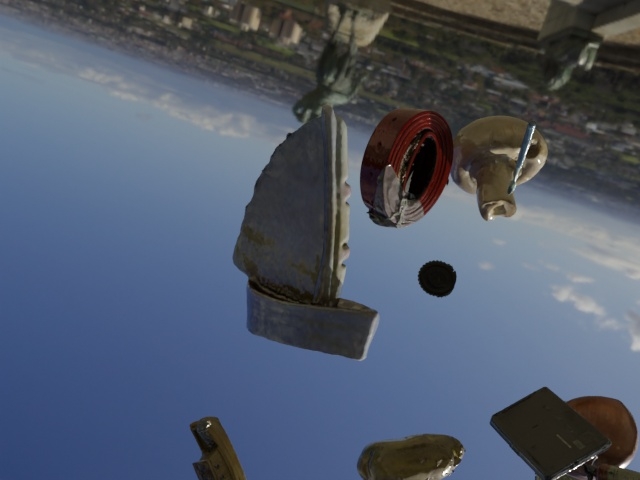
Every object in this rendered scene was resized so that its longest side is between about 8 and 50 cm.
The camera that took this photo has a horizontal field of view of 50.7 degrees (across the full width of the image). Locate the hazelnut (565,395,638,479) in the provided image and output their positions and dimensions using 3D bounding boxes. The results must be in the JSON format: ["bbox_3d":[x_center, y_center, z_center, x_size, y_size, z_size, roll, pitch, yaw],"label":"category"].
[{"bbox_3d":[0.623,0.459,1.559,0.176,0.214,0.214,46,-172,-4],"label":"hazelnut"}]

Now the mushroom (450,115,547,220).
[{"bbox_3d":[0.517,-0.199,1.945,0.292,0.290,0.292,-4,150,-2],"label":"mushroom"}]

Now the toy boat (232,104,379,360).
[{"bbox_3d":[-0.028,0.013,0.878,0.111,0.293,0.276,1,169,-36],"label":"toy boat"}]

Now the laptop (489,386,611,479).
[{"bbox_3d":[0.450,0.381,1.349,0.154,0.026,0.207,-25,-156,-9],"label":"laptop"}]

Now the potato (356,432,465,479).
[{"bbox_3d":[0.246,0.586,1.788,0.296,0.141,0.191,-8,170,-16],"label":"potato"}]

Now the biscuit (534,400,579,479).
[{"bbox_3d":[0.673,0.573,1.875,0.150,0.252,0.052,8,171,-19],"label":"biscuit"}]

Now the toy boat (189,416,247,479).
[{"bbox_3d":[-0.284,0.653,1.905,0.089,0.321,0.121,-25,177,33],"label":"toy boat"}]

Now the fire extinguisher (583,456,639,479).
[{"bbox_3d":[0.601,0.470,1.330,0.177,0.062,0.050,7,140,34],"label":"fire extinguisher"}]

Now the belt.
[{"bbox_3d":[0.229,-0.187,1.792,0.227,0.324,0.115,12,-171,-33],"label":"belt"}]

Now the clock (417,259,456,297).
[{"bbox_3d":[0.238,0.077,1.381,0.083,0.074,0.010,19,178,-10],"label":"clock"}]

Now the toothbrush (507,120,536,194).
[{"bbox_3d":[0.423,-0.170,1.431,0.016,0.019,0.219,29,150,20],"label":"toothbrush"}]
